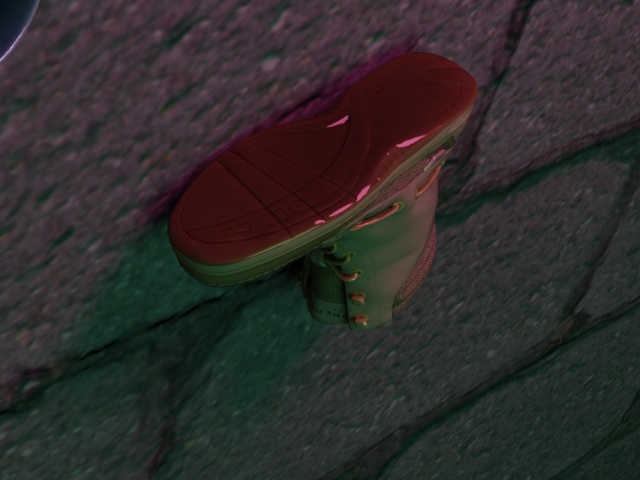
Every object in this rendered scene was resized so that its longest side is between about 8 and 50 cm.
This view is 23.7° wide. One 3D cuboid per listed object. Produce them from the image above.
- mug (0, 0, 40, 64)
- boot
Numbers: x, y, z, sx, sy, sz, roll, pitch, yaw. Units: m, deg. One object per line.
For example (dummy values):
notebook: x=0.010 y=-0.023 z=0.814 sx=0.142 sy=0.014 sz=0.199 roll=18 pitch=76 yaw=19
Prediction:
mug: x=-0.182 y=-0.138 z=0.623 sx=0.157 sy=0.097 sz=0.129 roll=-64 pitch=146 yaw=-31
boot: x=0.000 y=0.000 z=1.093 sx=0.262 sy=0.095 sz=0.203 roll=-37 pitch=152 yaw=-32
